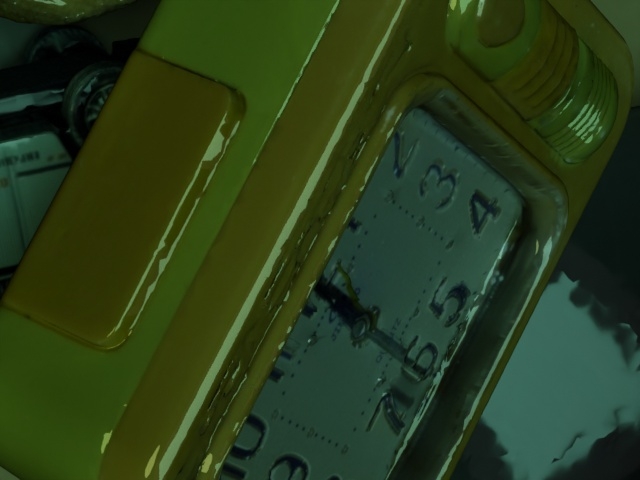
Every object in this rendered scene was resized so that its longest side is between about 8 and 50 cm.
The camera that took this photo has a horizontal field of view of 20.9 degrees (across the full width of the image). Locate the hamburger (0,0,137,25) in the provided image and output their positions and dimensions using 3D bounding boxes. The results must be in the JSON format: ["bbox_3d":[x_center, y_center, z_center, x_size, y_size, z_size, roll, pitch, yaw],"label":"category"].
[{"bbox_3d":[-0.095,-0.141,0.543,0.147,0.083,0.138,21,95,-18],"label":"hamburger"}]

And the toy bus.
[{"bbox_3d":[-0.124,-0.008,0.553,0.194,0.087,0.089,-15,112,-17],"label":"toy bus"}]

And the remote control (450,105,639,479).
[{"bbox_3d":[0.161,0.053,0.644,0.332,0.103,0.221,-11,99,-15],"label":"remote control"}]

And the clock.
[{"bbox_3d":[0.000,0.000,0.512,0.143,0.096,0.202,34,83,-55],"label":"clock"}]
